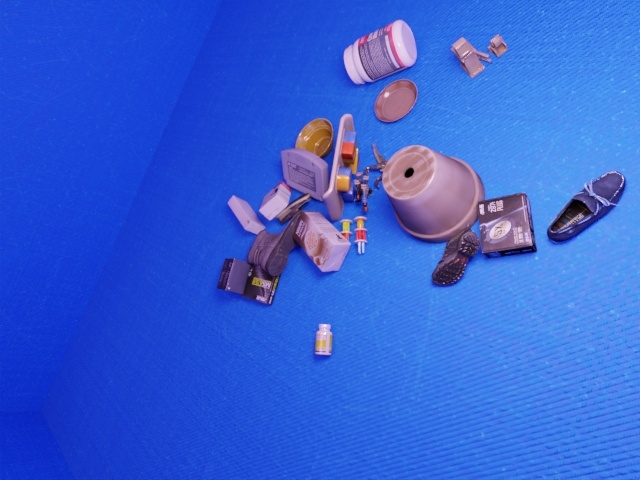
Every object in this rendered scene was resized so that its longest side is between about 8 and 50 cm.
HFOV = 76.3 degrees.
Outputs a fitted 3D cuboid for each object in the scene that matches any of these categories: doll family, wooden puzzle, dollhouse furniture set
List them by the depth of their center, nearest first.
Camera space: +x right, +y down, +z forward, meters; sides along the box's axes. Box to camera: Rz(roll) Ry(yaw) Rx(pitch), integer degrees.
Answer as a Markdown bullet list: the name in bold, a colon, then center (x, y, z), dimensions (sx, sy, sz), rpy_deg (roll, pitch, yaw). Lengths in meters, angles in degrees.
- **dollhouse furniture set**: center (0.573, -0.731, 1.498), dimensions (0.161, 0.182, 0.101), rpy_deg (-37, 55, 22)
- **wooden puzzle**: center (0.104, -0.277, 1.638), dimensions (0.081, 0.322, 0.347), rpy_deg (12, 78, 12)
- **doll family**: center (0.172, -0.194, 1.656), dimensions (0.076, 0.111, 0.193), rpy_deg (7, 33, 14)

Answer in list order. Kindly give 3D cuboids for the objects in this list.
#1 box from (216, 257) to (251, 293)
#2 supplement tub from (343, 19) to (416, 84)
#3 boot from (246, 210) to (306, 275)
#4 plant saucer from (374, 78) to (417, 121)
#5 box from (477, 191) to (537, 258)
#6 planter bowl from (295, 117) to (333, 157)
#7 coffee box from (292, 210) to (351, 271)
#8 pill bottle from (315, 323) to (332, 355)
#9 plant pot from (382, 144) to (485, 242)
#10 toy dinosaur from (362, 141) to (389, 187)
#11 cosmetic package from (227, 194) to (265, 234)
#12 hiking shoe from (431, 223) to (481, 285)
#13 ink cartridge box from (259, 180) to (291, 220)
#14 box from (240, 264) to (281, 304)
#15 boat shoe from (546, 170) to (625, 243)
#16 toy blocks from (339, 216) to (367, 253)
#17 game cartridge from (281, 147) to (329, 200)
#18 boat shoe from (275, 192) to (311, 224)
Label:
- **box**: center (-0.419, 0.171, 1.967), dimensions (0.158, 0.093, 0.155), rpy_deg (-4, 70, 61)
- **supplement tub**: center (0.259, -0.806, 1.766), dimensions (0.272, 0.191, 0.191), rpy_deg (-10, 68, 35)
- **boot**: center (-0.202, -0.016, 1.868), dimensions (0.223, 0.118, 0.338), rpy_deg (25, 76, 46)
- **plant saucer**: center (0.326, -0.589, 1.735), dimensions (0.199, 0.036, 0.198), rpy_deg (-14, 66, 34)
- **box**: center (0.593, -0.046, 1.300), dimensions (0.148, 0.078, 0.180), rpy_deg (-11, 67, 35)
- **planter bowl**: center (-0.006, -0.453, 1.908), dimensions (0.217, 0.090, 0.217), rpy_deg (-14, 67, 34)
- **coffee box**: center (0.000, 0.000, 1.704), dimensions (0.246, 0.098, 0.141), rpy_deg (47, 126, 39)
- **pill bottle**: center (0.014, 0.390, 1.599), dimensions (0.065, 0.065, 0.116), rpy_deg (-8, 68, 36)
- **plant pot**: center (0.358, -0.180, 1.402), dimensions (0.323, 0.280, 0.322), rpy_deg (-15, 64, 34)
- **toy dinosaur**: center (0.249, -0.293, 1.675), dimensions (0.118, 0.064, 0.268), rpy_deg (-42, 49, 11)
- **cosmetic package**: center (-0.380, -0.129, 2.076), dimensions (0.060, 0.099, 0.239), rpy_deg (-51, 50, 14)
- **hiking shoe**: center (0.455, 0.054, 1.378), dimensions (0.226, 0.086, 0.114), rpy_deg (-58, 4, 28)
- **ink cartridge box**: center (-0.211, -0.190, 1.930), dimensions (0.127, 0.072, 0.175), rpy_deg (-38, 21, 20)
- **box**: center (-0.277, 0.194, 1.911), dimensions (0.191, 0.045, 0.184), rpy_deg (9, 77, 40)
- **boat shoe**: center (0.770, -0.094, 1.172), dimensions (0.258, 0.089, 0.109), rpy_deg (-53, 50, 9)
- **toy blocks**: center (0.133, -0.014, 1.662), dimensions (0.123, 0.054, 0.148), rpy_deg (-11, 68, 34)
- **game cartridge**: center (-0.069, -0.310, 1.854), dimensions (0.297, 0.062, 0.198), rpy_deg (31, 133, 40)
- **boat shoe**: center (-0.119, -0.144, 1.895), dimensions (0.224, 0.080, 0.073), rpy_deg (-29, 102, 34)
